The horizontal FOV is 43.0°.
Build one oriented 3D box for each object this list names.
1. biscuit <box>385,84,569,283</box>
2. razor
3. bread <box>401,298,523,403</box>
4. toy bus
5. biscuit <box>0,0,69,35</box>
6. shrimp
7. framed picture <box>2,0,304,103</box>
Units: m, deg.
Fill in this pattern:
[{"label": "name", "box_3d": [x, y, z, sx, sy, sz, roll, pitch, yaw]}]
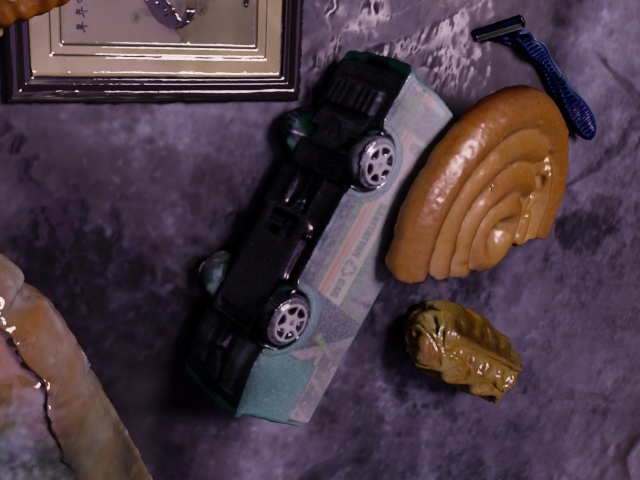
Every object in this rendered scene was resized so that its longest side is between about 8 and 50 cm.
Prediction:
[{"label": "biscuit", "box_3d": [0.137, -0.044, 0.612, 0.224, 0.033, 0.144, -11, 122, -49]}, {"label": "razor", "box_3d": [0.187, -0.135, 0.665, 0.154, 0.044, 0.028, 37, 61, -34]}, {"label": "bread", "box_3d": [0.115, 0.089, 0.680, 0.110, 0.060, 0.066, 28, 78, -29]}, {"label": "toy bus", "box_3d": [0.000, 0.000, 0.575, 0.109, 0.091, 0.261, 28, 92, -43]}, {"label": "biscuit", "box_3d": [-0.197, -0.244, 0.368, 0.305, 0.038, 0.305, 1, 88, -26]}, {"label": "shrimp", "box_3d": [-0.209, 0.179, 0.511, 0.221, 0.110, 0.445, -32, 115, -10]}, {"label": "framed picture", "box_3d": [-0.098, -0.183, 0.505, 0.199, 0.010, 0.195, -5, 108, -27]}]
